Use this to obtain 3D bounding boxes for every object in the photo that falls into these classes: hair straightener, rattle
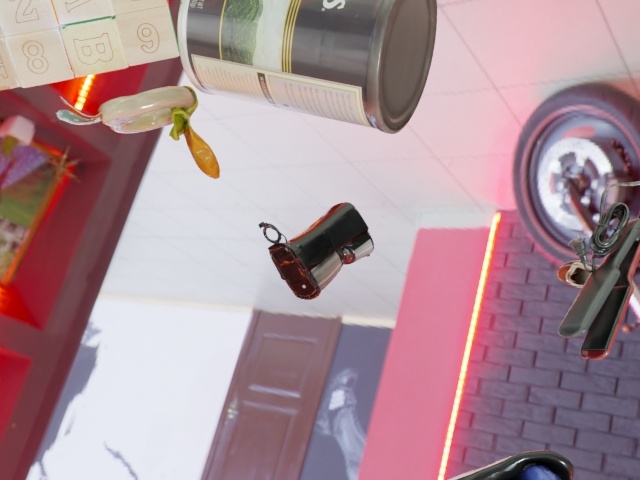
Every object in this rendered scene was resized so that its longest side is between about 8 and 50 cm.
[{"bbox_3d":[0.323,0.014,0.876,0.089,0.230,0.047,39,162,-18],"label":"hair straightener"},{"bbox_3d":[-0.255,-0.139,1.099,0.130,0.142,0.200,0,-167,39],"label":"rattle"}]

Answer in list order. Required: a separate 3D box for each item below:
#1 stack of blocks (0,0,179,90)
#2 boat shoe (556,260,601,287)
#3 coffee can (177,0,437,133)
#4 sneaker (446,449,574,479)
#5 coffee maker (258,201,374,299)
[{"bbox_3d":[-0.278,-0.196,0.652,0.297,0.171,0.087,-13,127,-8],"label":"stack of blocks"},{"bbox_3d":[0.469,0.063,1.418,0.043,0.049,0.137,-10,-175,-22],"label":"boat shoe"},{"bbox_3d":[-0.013,-0.262,1.012,0.275,0.201,0.201,15,162,21],"label":"coffee can"},{"bbox_3d":[0.174,0.260,0.666,0.315,0.127,0.182,16,148,-35],"label":"sneaker"},{"bbox_3d":[0.000,0.000,1.529,0.120,0.178,0.171,12,131,45],"label":"coffee maker"}]
